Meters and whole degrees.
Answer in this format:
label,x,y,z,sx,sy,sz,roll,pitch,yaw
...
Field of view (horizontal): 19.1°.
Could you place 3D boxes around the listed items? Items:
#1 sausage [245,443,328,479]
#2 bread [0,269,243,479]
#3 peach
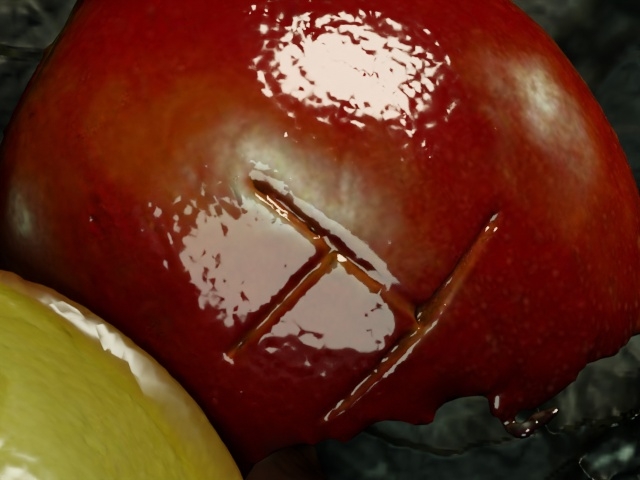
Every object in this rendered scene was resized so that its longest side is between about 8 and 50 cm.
label,x,y,z,sx,sy,sz,roll,pitch,yaw
sausage,-0.087,0.161,0.714,0.254,0.148,0.148,-40,113,-23
bread,-0.150,0.132,0.562,0.270,0.148,0.269,1,99,9
peach,0.000,0.000,0.652,0.226,0.196,0.190,27,145,-9
